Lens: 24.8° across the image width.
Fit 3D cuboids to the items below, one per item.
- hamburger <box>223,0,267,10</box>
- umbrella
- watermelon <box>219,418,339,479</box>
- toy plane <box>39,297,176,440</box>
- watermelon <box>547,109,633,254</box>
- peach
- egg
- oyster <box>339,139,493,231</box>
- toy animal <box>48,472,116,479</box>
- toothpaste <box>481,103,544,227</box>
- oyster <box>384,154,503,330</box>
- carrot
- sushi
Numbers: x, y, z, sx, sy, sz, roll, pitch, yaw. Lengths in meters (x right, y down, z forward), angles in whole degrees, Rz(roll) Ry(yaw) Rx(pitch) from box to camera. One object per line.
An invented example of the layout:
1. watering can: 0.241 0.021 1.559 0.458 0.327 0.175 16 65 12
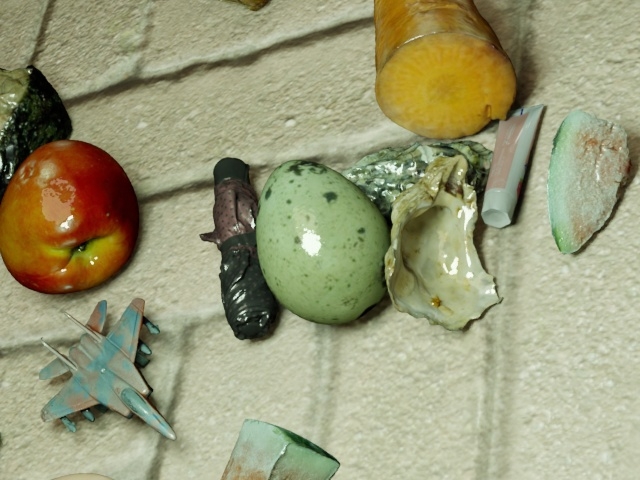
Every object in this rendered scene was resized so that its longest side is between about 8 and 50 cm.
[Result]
1. hamburger: -0.155 -0.497 2.388 0.245 0.260 0.211 147 143 -82
2. umbrella: -0.111 0.002 2.065 0.094 0.090 0.326 -43 39 33
3. watermelon: -0.106 0.336 1.824 0.154 0.094 0.241 17 72 50
4. toy plane: -0.276 0.203 2.023 0.223 0.104 0.326 -50 49 -6
5. watermelon: 0.329 -0.067 1.827 0.094 0.081 0.180 21 87 26
6. peach: -0.386 -0.033 2.208 0.243 0.199 0.243 -26 49 34
7. egg: 0.000 0.000 1.905 0.177 0.177 0.228 -29 83 14
8. oyster: 0.105 -0.081 1.999 0.252 0.087 0.199 23 73 30
9. toy animal: -0.318 0.409 1.850 0.256 0.195 0.213 -26 85 23
10. toothpaste: 0.250 -0.104 1.930 0.067 0.043 0.194 -11 46 36
11. oyster: 0.143 0.005 1.860 0.107 0.161 0.233 -25 48 49
12. carrot: 0.164 -0.286 2.022 0.196 0.196 0.254 -24 41 19
13. sushi: -0.565 -0.136 2.432 0.211 0.171 0.350 18 70 40
